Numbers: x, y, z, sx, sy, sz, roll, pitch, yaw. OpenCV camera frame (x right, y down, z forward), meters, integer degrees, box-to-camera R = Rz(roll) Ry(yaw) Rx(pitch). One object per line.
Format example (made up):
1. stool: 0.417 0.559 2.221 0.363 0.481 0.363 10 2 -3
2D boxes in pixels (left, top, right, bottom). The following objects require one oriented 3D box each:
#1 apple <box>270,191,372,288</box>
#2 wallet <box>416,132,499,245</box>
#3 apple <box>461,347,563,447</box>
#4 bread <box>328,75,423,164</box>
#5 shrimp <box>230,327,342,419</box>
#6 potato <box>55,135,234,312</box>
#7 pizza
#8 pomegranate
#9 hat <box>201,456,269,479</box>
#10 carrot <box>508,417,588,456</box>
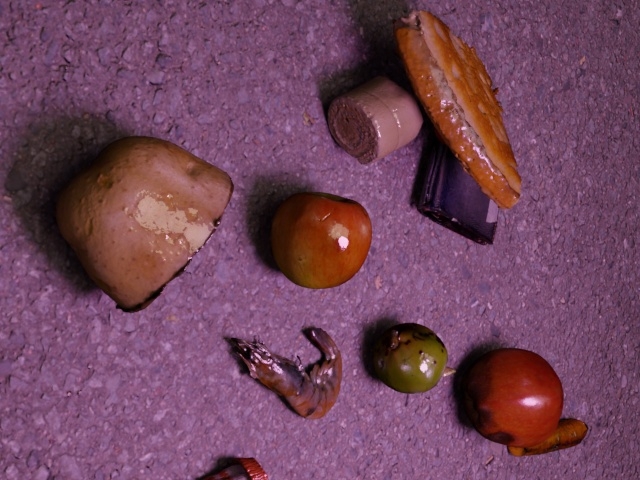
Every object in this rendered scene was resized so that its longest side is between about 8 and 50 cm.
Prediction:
1. apple: 0.000 0.000 1.704 0.196 0.196 0.195 -1 92 -40
2. wallet: 0.323 -0.128 2.056 0.262 0.071 0.220 24 71 -41
3. apple: 0.423 0.352 2.058 0.230 0.230 0.229 -1 92 -40
4. bread: 0.109 -0.241 1.815 0.141 0.134 0.148 -32 74 -36
5. shrimp: -0.050 0.224 1.758 0.296 0.058 0.169 45 57 -36
6. potato: -0.291 -0.050 1.449 0.285 0.242 0.242 -49 122 -6
7. pizza: 0.289 -0.296 1.917 0.439 0.130 0.406 58 25 -14
8. pomegranate: 0.199 0.243 1.906 0.220 0.156 0.156 7 86 -57
9. hat: -0.180 0.448 1.635 0.162 0.112 0.093 -14 72 -29
10. carrot: 0.566 0.487 2.269 0.260 0.070 0.070 -1 92 -38
